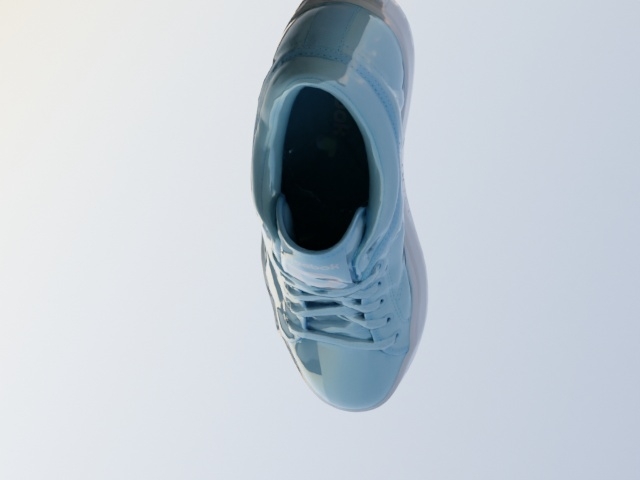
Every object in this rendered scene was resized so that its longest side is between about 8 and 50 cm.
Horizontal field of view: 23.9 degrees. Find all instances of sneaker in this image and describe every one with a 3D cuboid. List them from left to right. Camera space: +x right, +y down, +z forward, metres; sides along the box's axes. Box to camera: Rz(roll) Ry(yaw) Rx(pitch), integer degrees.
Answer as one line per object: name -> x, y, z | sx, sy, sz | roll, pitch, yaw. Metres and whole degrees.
sneaker -> 0.000, 0.000, 1.122 | 0.135, 0.366, 0.150 | 5, -147, 17
